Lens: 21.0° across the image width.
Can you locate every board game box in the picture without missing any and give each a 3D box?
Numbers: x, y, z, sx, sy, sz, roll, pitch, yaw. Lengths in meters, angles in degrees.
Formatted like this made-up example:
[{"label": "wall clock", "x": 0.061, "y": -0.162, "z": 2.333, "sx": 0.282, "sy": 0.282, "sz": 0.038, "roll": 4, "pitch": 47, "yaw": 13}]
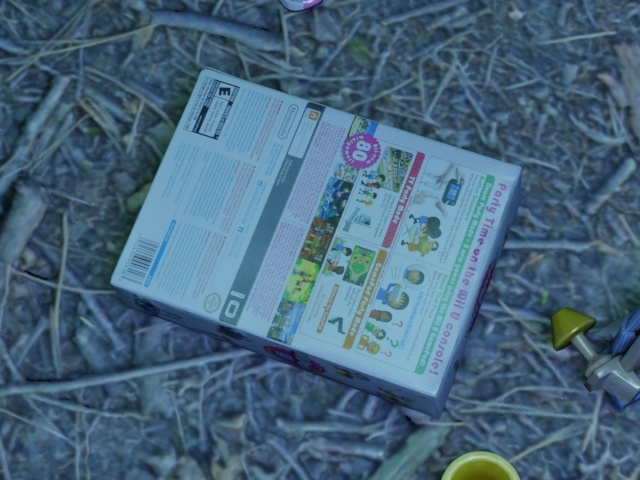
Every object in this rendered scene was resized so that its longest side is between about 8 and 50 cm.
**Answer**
[{"label": "board game box", "x": 0.000, "y": 0.000, "z": 1.532, "sx": 0.303, "sy": 0.097, "sz": 0.224, "roll": 19, "pitch": 74, "yaw": 12}]

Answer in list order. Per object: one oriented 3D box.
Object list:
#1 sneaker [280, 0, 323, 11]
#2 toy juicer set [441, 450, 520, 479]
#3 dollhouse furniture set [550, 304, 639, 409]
[{"label": "sneaker", "x": -0.032, "y": -0.314, "z": 1.655, "sx": 0.072, "sy": 0.077, "sz": 0.178, "roll": -21, "pitch": 70, "yaw": -5}, {"label": "toy juicer set", "x": 0.221, "y": 0.324, "z": 1.405, "sx": 0.329, "sy": 0.089, "sz": 0.209, "roll": 23, "pitch": 73, "yaw": 11}, {"label": "dollhouse furniture set", "x": 0.325, "y": -0.043, "z": 1.423, "sx": 0.303, "sy": 0.286, "sz": 0.198, "roll": -28, "pitch": 70, "yaw": -18}]
